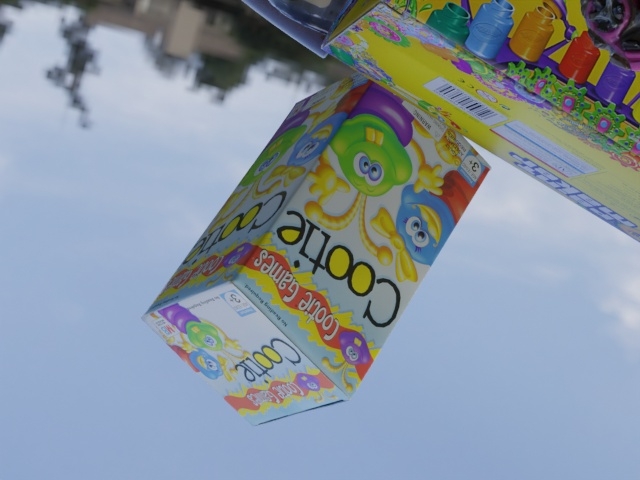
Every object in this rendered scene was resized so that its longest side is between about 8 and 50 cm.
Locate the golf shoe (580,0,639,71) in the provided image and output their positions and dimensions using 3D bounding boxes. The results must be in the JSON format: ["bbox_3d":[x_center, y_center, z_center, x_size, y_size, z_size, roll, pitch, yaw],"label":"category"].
[{"bbox_3d":[0.163,-0.173,0.831,0.068,0.186,0.086,2,-175,35],"label":"golf shoe"}]

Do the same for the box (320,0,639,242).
[{"bbox_3d":[0.204,-0.170,1.044,0.290,0.279,0.177,31,173,-8],"label":"box"}]

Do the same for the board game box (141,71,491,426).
[{"bbox_3d":[0.000,0.000,1.465,0.142,0.275,0.144,45,144,-17],"label":"board game box"}]

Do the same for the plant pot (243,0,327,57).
[{"bbox_3d":[-0.052,-0.305,1.506,0.230,0.215,0.215,26,-165,-5],"label":"plant pot"}]

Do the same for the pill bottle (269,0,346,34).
[{"bbox_3d":[0.054,-0.246,1.190,0.123,0.219,0.123,21,-164,-6],"label":"pill bottle"}]
